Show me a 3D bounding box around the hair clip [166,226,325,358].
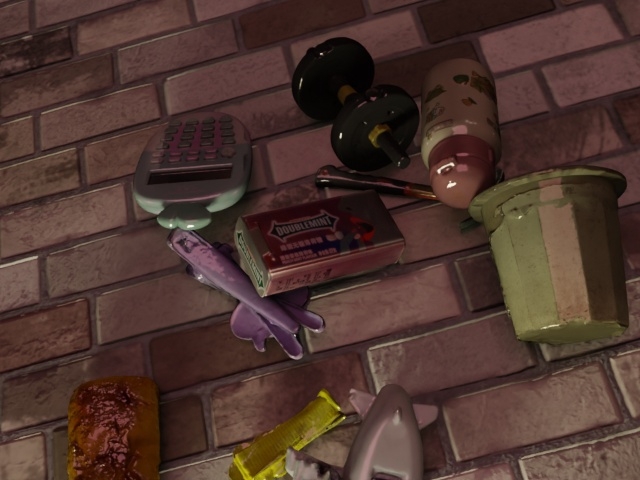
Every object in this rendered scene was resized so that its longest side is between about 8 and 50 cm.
[{"bbox_3d":[-0.104,0.068,1.209,0.278,0.090,0.137,37,78,21],"label":"hair clip"}]

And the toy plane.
[{"bbox_3d":[0.076,0.299,1.033,0.245,0.117,0.244,3,67,-8],"label":"toy plane"}]

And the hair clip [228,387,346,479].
[{"bbox_3d":[-0.049,0.269,1.106,0.173,0.046,0.072,-38,52,-12],"label":"hair clip"}]

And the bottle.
[{"bbox_3d":[0.207,-0.152,1.212,0.120,0.120,0.253,-2,47,10],"label":"bottle"}]

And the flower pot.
[{"bbox_3d":[0.311,0.031,1.096,0.212,0.212,0.202,-5,73,8],"label":"flower pot"}]

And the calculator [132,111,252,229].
[{"bbox_3d":[-0.200,-0.113,1.301,0.186,0.041,0.299,-5,42,3],"label":"calculator"}]

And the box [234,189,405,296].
[{"bbox_3d":[0.000,0.000,1.185,0.224,0.069,0.120,-15,58,-25],"label":"box"}]

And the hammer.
[{"bbox_3d":[0.132,-0.080,1.269,0.288,0.033,0.111,11,64,17],"label":"hammer"}]

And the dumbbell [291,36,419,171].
[{"bbox_3d":[0.052,-0.213,1.276,0.143,0.143,0.325,-29,50,-6],"label":"dumbbell"}]

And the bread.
[{"bbox_3d":[-0.272,0.314,1.109,0.139,0.077,0.271,-9,58,3],"label":"bread"}]
